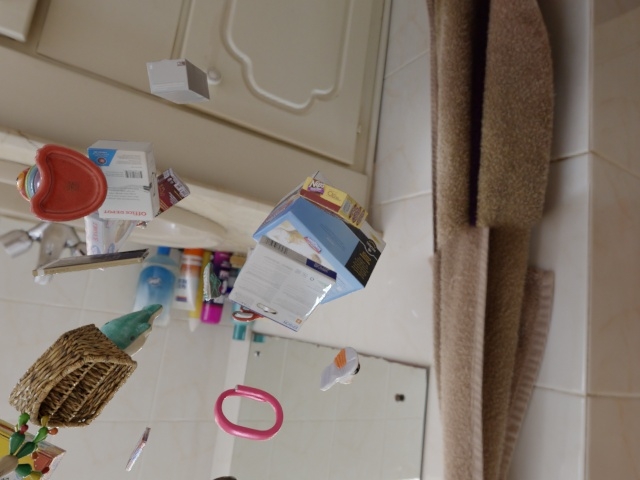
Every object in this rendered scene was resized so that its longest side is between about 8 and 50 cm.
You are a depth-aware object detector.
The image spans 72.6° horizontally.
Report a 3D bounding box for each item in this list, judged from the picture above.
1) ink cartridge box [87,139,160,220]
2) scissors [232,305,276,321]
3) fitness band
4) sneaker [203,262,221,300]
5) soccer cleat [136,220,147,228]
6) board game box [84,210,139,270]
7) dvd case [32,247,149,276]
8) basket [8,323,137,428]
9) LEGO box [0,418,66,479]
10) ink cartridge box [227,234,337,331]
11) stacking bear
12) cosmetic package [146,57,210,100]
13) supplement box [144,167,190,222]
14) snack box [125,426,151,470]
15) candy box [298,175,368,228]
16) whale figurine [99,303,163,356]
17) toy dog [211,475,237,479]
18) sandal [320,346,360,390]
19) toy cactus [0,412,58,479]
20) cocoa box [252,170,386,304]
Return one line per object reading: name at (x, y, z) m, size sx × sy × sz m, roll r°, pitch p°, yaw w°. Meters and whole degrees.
ink cartridge box at (-0.537, -0.165, 1.206) m, size 0.148 × 0.203 × 0.086 m, roll 2°, pitch -150°, yaw -6°
scissors at (-0.220, 0.314, 1.808) m, size 0.297 × 0.021 × 0.109 m, roll 8°, pitch -151°, yaw 16°
fitness band at (-0.293, 0.710, 1.802) m, size 0.290 × 0.209 × 0.054 m, roll 19°, pitch 122°, yaw -15°
sneaker at (-0.471, 0.180, 1.912) m, size 0.076 × 0.166 × 0.065 m, roll 4°, pitch 165°, yaw -28°
soccer cleat at (-0.867, -0.072, 2.118) m, size 0.029 × 0.036 × 0.083 m, roll -21°, pitch -168°, yaw 8°
board game box at (-0.713, -0.100, 1.549) m, size 0.066 × 0.318 × 0.319 m, roll 25°, pitch 141°, yaw -8°
dvd case at (-0.530, 0.048, 1.033) m, size 0.221 × 0.018 × 0.164 m, roll -8°, pitch -171°, yaw -15°
basket at (-0.779, 0.452, 1.373) m, size 0.223 × 0.299 × 0.213 m, roll 41°, pitch -178°, yaw 3°
LEGO box at (-1.352, 0.900, 1.688) m, size 0.500 × 0.372 × 0.193 m, roll 30°, pitch 157°, yaw -5°
ink cartridge box at (-0.103, 0.119, 1.146) m, size 0.223 × 0.045 × 0.224 m, roll 28°, pitch 124°, yaw -11°
stacking bear at (-0.684, -0.139, 1.120) m, size 0.289 × 0.175 × 0.164 m, roll 7°, pitch 180°, yaw 43°
cosmetic package at (-0.461, -0.521, 1.440) m, size 0.127 × 0.107 × 0.238 m, roll -5°, pitch -168°, yaw 5°
supplement box at (-0.718, -0.200, 1.936) m, size 0.130 × 0.239 × 0.073 m, roll 56°, pitch 179°, yaw -42°
snack box at (-0.697, 0.798, 1.666) m, size 0.022 × 0.178 × 0.064 m, roll 27°, pitch -160°, yaw -16°
candy box at (0.037, -0.086, 1.040) m, size 0.109 × 0.053 × 0.186 m, roll 27°, pitch -178°, yaw 23°
whale figurine at (-0.716, 0.322, 1.632) m, size 0.216 × 0.272 × 0.141 m, roll -15°, pitch 119°, yaw 35°
toy dog at (-0.304, 0.780, 1.110) m, size 0.395 × 0.408 × 0.284 m, roll 38°, pitch -158°, yaw -17°
sandal at (0.082, 0.461, 1.547) m, size 0.076 × 0.102 × 0.265 m, roll 18°, pitch 138°, yaw -19°
toy cactus at (-0.843, 0.613, 1.237) m, size 0.112 × 0.219 × 0.180 m, roll 10°, pitch -165°, yaw 12°
cocoa box at (0.000, 0.000, 1.441) m, size 0.347 × 0.228 × 0.231 m, roll 46°, pitch 137°, yaw -15°
